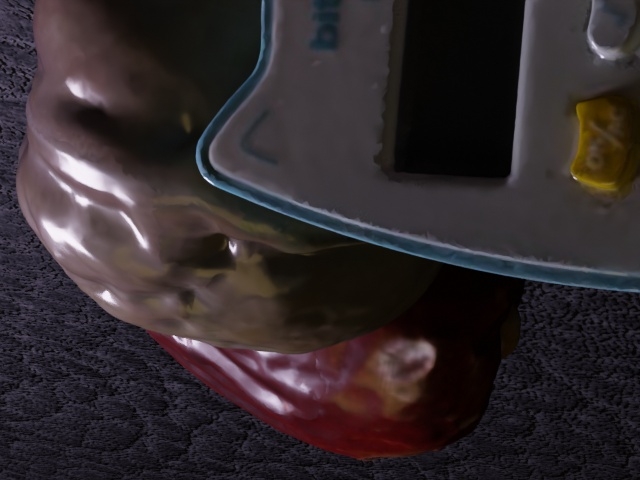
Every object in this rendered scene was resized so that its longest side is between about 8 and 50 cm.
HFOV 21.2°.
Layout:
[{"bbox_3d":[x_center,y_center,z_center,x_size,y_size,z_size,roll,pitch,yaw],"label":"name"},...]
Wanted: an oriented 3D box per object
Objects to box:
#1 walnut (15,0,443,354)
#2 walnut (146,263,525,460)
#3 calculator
[{"bbox_3d":[-0.025,-0.066,0.825,0.248,0.248,0.248,11,158,5],"label":"walnut"},{"bbox_3d":[0.000,0.000,1.034,0.269,0.221,0.244,16,127,15],"label":"walnut"},{"bbox_3d":[0.141,-0.107,0.626,0.386,0.256,0.054,4,177,27],"label":"calculator"}]
